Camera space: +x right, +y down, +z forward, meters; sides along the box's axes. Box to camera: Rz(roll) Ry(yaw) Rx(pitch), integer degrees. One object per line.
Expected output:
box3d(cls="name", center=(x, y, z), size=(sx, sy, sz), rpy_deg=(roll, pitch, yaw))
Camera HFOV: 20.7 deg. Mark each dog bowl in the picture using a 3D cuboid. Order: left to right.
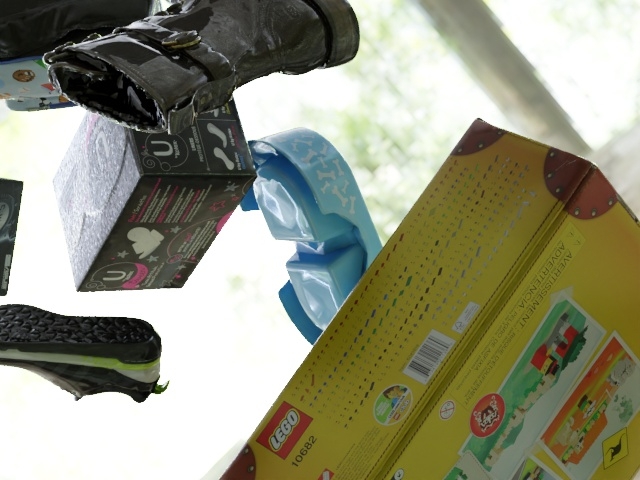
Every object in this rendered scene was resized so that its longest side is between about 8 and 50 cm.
box3d(cls="dog bowl", center=(0.000, 0.000, 2.056), size=(0.074, 0.297, 0.166), rpy_deg=(-34, -160, -30))

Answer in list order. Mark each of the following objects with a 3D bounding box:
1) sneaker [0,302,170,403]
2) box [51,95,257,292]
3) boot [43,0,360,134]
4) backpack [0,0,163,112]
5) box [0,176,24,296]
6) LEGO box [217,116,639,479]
box3d(cls="sneaker", center=(-0.278, 0.134, 1.868), size=(0.084, 0.234, 0.097), rpy_deg=(-71, 166, -60))
box3d(cls="box", center=(-0.195, -0.072, 1.967), size=(0.142, 0.163, 0.247), rpy_deg=(-1, 149, -29))
box3d(cls="boot", center=(-0.122, -0.169, 1.391), size=(0.229, 0.091, 0.263), rpy_deg=(-24, -144, -35))
box3d(cls="backpack", center=(-0.338, -0.297, 2.315), size=(0.263, 0.213, 0.277), rpy_deg=(-5, -115, 8))
box3d(cls="box", center=(-0.235, -0.003, 1.199), size=(0.067, 0.018, 0.083), rpy_deg=(4, 96, -64))
box3d(cls="LEGO box", center=(0.182, 0.181, 1.926), size=(0.193, 0.372, 0.500), rpy_deg=(26, -103, 47))
